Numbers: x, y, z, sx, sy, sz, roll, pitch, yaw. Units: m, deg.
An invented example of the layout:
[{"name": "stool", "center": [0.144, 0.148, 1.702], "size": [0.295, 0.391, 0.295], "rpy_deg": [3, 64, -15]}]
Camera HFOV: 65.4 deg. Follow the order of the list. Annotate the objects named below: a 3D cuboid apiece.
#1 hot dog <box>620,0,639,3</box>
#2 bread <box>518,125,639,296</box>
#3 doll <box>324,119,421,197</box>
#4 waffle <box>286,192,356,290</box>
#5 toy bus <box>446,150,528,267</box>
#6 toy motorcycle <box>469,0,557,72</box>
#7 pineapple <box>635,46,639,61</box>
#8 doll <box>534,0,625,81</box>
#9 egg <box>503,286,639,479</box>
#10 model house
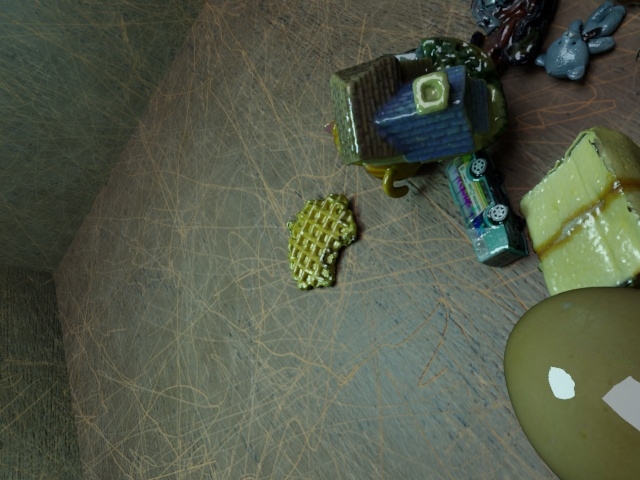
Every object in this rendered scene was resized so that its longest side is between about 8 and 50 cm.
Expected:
[{"name": "hot dog", "center": [0.603, -0.516, 0.909], "size": [0.213, 0.102, 0.146], "rpy_deg": [-143, 46, -58]}, {"name": "bread", "center": [0.449, -0.022, 0.846], "size": [0.236, 0.198, 0.264], "rpy_deg": [-35, 50, 40]}, {"name": "doll", "center": [0.145, -0.243, 1.255], "size": [0.162, 0.167, 0.270], "rpy_deg": [-40, 38, -2]}, {"name": "waffle", "center": [-0.002, -0.001, 1.385], "size": [0.291, 0.051, 0.292], "rpy_deg": [-21, 60, 42]}, {"name": "toy bus", "center": [0.346, -0.076, 1.040], "size": [0.109, 0.091, 0.262], "rpy_deg": [-38, 49, 38]}, {"name": "toy motorcycle", "center": [0.398, -0.458, 1.105], "size": [0.207, 0.134, 0.402], "rpy_deg": [9, 80, 47]}, {"name": "pineapple", "center": [0.635, -0.331, 0.832], "size": [0.186, 0.114, 0.237], "rpy_deg": [-11, 64, 43]}, {"name": "doll", "center": [0.523, -0.407, 0.998], "size": [0.180, 0.075, 0.120], "rpy_deg": [-53, 41, 15]}, {"name": "egg", "center": [0.428, 0.218, 0.678], "size": [0.373, 0.300, 0.301], "rpy_deg": [25, 93, 49]}, {"name": "model house", "center": [0.174, -0.276, 0.968], "size": [0.320, 0.266, 0.262], "rpy_deg": [-6, 96, 29]}]
